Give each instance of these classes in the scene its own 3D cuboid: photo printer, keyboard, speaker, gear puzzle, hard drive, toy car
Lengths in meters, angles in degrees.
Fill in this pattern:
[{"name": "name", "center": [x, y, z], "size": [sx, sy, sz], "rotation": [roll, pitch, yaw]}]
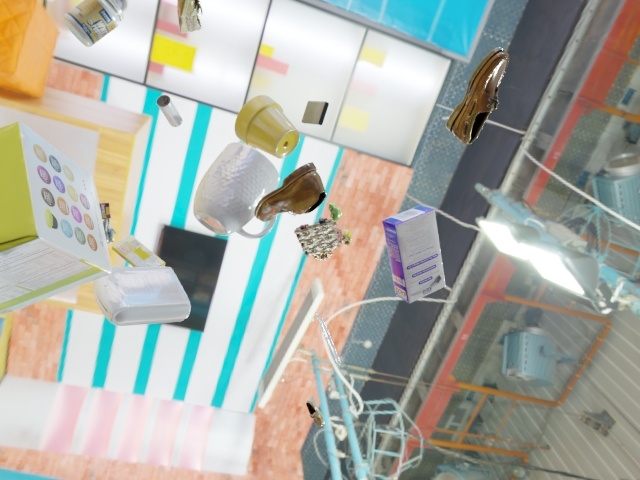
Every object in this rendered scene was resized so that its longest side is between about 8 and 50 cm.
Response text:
[{"name": "photo printer", "center": [-0.673, 0.202, 1.782], "size": [0.256, 0.307, 0.107], "rotation": [47, -59, 38]}, {"name": "keyboard", "center": [0.032, 0.438, 2.141], "size": [0.014, 0.072, 0.256], "rotation": [-32, -124, 10]}, {"name": "speaker", "center": [-0.574, -0.493, 1.826], "size": [0.136, 0.055, 0.055], "rotation": [79, 20, -70]}, {"name": "gear puzzle", "center": [0.000, 0.000, 2.027], "size": [0.339, 0.175, 0.044], "rotation": [69, 5, -61]}, {"name": "hard drive", "center": [-0.023, -0.519, 1.946], "size": [0.135, 0.022, 0.094], "rotation": [25, -81, 54]}, {"name": "toy car", "center": [0.093, -0.088, 2.424], "size": [0.239, 0.053, 0.225], "rotation": [8, 66, -65]}]

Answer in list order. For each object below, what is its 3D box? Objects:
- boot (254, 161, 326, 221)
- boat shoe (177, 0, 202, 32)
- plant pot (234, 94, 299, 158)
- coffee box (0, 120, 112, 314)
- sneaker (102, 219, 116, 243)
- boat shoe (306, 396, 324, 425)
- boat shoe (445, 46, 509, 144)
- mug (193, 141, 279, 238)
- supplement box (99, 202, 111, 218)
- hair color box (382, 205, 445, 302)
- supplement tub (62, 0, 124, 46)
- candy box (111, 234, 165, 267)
[{"name": "boot", "center": [-0.097, -0.110, 1.446], "size": [0.305, 0.112, 0.115], "rotation": [-33, -94, 46]}, {"name": "boat shoe", "center": [-0.478, -0.856, 1.761], "size": [0.285, 0.089, 0.104], "rotation": [-176, -101, -73]}, {"name": "plant pot", "center": [-0.238, -0.519, 2.272], "size": [0.254, 0.239, 0.254], "rotation": [-40, 158, -20]}, {"name": "coffee box", "center": [-0.819, -0.042, 1.268], "size": [0.334, 0.338, 0.337], "rotation": [70, -1, -70]}, {"name": "sneaker", "center": [-1.037, -0.048, 2.350], "size": [0.052, 0.058, 0.135], "rotation": [27, -64, 44]}, {"name": "boat shoe", "center": [-0.029, 0.778, 2.154], "size": [0.050, 0.135, 0.045], "rotation": [-31, 173, 29]}, {"name": "boat shoe", "center": [0.510, -0.440, 1.489], "size": [0.104, 0.111, 0.307], "rotation": [56, -31, 28]}, {"name": "mug", "center": [-0.337, -0.167, 2.017], "size": [0.276, 0.374, 0.328], "rotation": [-4, -132, 52]}, {"name": "supplement box", "center": [-0.739, -0.094, 1.573], "size": [0.043, 0.083, 0.055], "rotation": [1, -81, 55]}, {"name": "hair color box", "center": [0.369, 0.053, 1.879], "size": [0.110, 0.185, 0.339], "rotation": [27, -46, 62]}, {"name": "supplement tub", "center": [-0.926, -0.908, 1.959], "size": [0.199, 0.144, 0.144], "rotation": [-45, -172, -13]}, {"name": "candy box", "center": [-0.768, 0.066, 2.021], "size": [0.105, 0.206, 0.027], "rotation": [-42, 164, -44]}]
